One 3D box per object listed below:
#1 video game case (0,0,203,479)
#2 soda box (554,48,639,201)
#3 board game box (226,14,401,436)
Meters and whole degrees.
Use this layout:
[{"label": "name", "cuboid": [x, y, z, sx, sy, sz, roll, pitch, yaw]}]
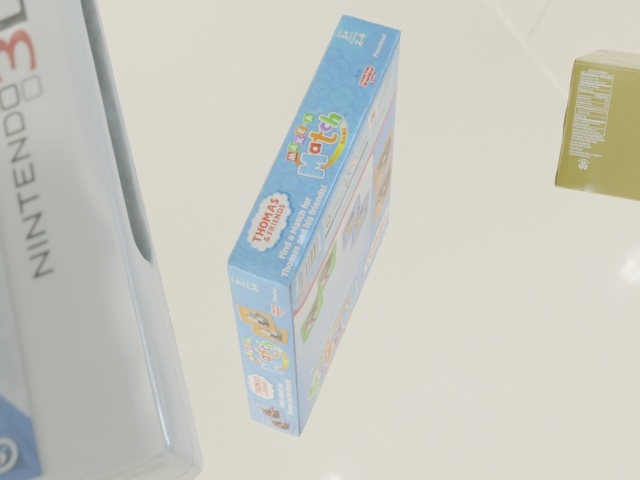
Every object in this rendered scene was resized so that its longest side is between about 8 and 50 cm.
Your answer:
[{"label": "video game case", "cuboid": [-0.228, 0.001, 0.563, 0.036, 0.329, 0.300, 49, -157, -62]}, {"label": "soda box", "cuboid": [0.196, -0.039, 0.622, 0.181, 0.061, 0.058, 12, 104, 18]}, {"label": "board game box", "cuboid": [0.000, 0.000, 0.828, 0.039, 0.160, 0.211, 18, 154, 11]}]
